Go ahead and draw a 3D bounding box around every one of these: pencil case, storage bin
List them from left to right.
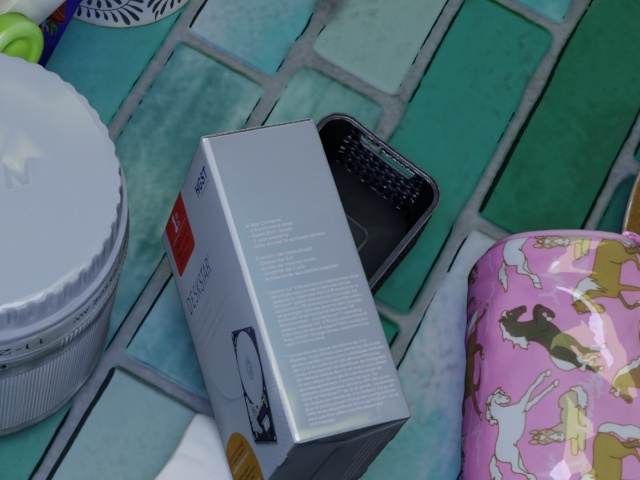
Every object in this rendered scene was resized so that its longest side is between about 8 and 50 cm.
[{"bbox_3d":[0.000,0.000,1.499,0.122,0.084,0.180,38,66,5],"label":"storage bin"},{"bbox_3d":[0.195,0.177,1.423,0.167,0.160,0.386,8,65,-15],"label":"pencil case"}]

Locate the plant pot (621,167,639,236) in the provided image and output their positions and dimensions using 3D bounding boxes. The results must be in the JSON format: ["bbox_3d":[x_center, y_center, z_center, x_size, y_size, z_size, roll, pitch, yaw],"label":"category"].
[{"bbox_3d":[0.419,0.013,1.524,0.254,0.237,0.237,13,64,-23],"label":"plant pot"}]

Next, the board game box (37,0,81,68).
[{"bbox_3d":[-0.267,-0.323,1.526,0.233,0.078,0.347,17,68,20],"label":"board game box"}]

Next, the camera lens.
[{"bbox_3d":[-0.256,0.011,1.335,0.219,0.274,0.219,4,66,-10],"label":"camera lens"}]

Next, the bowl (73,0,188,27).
[{"bbox_3d":[-0.177,-0.278,1.585,0.170,0.080,0.170,4,65,-9],"label":"bowl"}]

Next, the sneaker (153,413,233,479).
[{"bbox_3d":[-0.079,0.269,1.362,0.169,0.108,0.292,16,55,-3],"label":"sneaker"}]

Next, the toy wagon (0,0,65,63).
[{"bbox_3d":[-0.245,-0.272,1.411,0.267,0.068,0.344,39,76,26],"label":"toy wagon"}]

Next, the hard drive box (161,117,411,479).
[{"bbox_3d":[-0.031,0.058,1.320,0.089,0.181,0.232,-11,69,-19],"label":"hard drive box"}]
